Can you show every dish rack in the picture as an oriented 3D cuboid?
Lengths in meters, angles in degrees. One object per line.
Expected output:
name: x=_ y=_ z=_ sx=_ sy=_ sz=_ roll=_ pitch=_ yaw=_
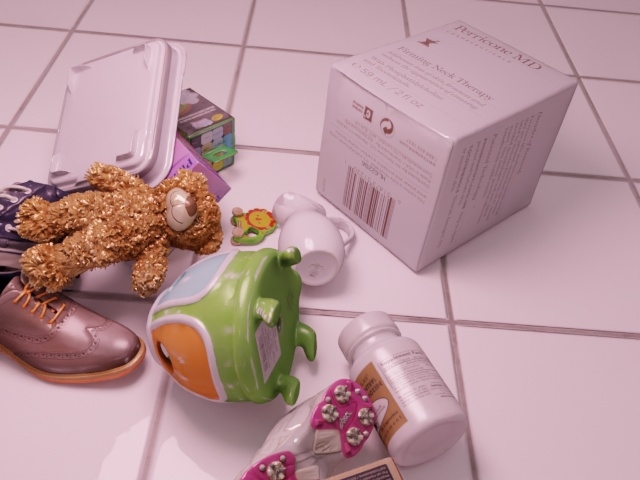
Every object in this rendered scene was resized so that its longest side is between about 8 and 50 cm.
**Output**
dish rack: x=-0.405 y=-0.240 z=1.297 sx=0.286 sy=0.072 sz=0.332 roll=-9 pitch=65 yaw=23

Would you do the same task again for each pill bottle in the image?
pill bottle: x=0.121 y=0.228 z=1.075 sx=0.131 sy=0.131 sz=0.229 roll=-14 pitch=47 yaw=-21

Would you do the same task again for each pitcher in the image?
pitcher: x=0.000 y=0.000 z=1.323 sx=0.178 sy=0.125 sz=0.207 roll=11 pitch=30 yaw=-18

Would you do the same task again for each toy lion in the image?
toy lion: x=-0.137 y=-0.031 z=1.395 sx=0.096 sy=0.034 sz=0.100 roll=5 pitch=43 yaw=-12

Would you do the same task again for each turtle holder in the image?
turtle holder: x=-0.139 y=0.110 z=1.093 sx=0.228 sy=0.243 sz=0.320 roll=-3 pitch=52 yaw=14

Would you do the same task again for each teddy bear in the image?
teddy bear: x=-0.331 y=-0.026 z=1.116 sx=0.338 sy=0.113 sz=0.245 roll=3 pitch=58 yaw=-6

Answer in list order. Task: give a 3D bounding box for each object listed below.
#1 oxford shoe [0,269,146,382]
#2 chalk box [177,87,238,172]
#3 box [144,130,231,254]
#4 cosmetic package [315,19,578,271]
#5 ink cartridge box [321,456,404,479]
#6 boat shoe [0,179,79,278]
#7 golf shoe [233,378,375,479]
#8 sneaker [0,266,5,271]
oxford shoe: x=-0.464 y=0.132 z=1.102 sx=0.364 sy=0.132 sz=0.130 roll=13 pitch=43 yaw=7
chalk box: x=-0.277 y=-0.225 z=1.509 sx=0.132 sy=0.132 sz=0.213 roll=-31 pitch=55 yaw=-35
box: x=-0.336 y=-0.114 z=1.317 sx=0.213 sy=0.117 sz=0.243 roll=-46 pitch=57 yaw=2
cosmetic package: x=0.249 y=-0.212 z=1.417 sx=0.394 sy=0.327 sz=0.329 roll=-28 pitch=53 yaw=-32
ink cartridge box: x=0.003 y=0.383 z=0.821 sx=0.193 sy=0.234 sz=0.088 roll=-12 pitch=47 yaw=-18
boat shoe: x=-0.558 y=-0.039 z=1.142 sx=0.127 sy=0.158 sz=0.341 roll=6 pitch=-8 yaw=38
golf shoe: x=-0.047 y=0.327 z=0.967 sx=0.306 sy=0.140 sz=0.115 roll=-38 pitch=95 yaw=-36
sneaker: x=-0.586 y=-0.027 z=1.261 sx=0.109 sy=0.130 sz=0.286 roll=22 pitch=44 yaw=19
